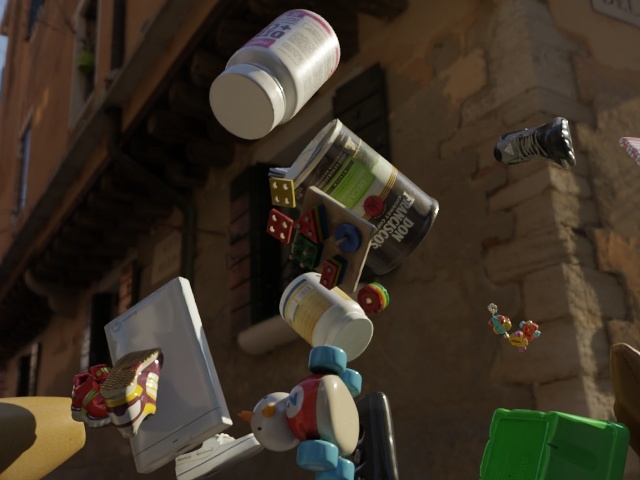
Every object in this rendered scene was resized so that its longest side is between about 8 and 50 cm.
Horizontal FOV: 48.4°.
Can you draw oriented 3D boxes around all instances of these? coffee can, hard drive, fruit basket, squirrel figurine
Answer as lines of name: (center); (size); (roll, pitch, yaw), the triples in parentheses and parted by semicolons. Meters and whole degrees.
coffee can: (0.075, -0.088, 1.480); (0.275, 0.201, 0.201); (38, -31, -12)
hard drive: (-0.338, 0.285, 1.538); (0.233, 0.353, 0.047); (-33, -32, 16)
fruit basket: (0.482, 0.540, 1.422); (0.392, 0.392, 0.283); (8, -13, -30)
squirrel figurine: (0.778, 0.452, 1.551); (0.281, 0.397, 0.370); (-2, -27, 18)

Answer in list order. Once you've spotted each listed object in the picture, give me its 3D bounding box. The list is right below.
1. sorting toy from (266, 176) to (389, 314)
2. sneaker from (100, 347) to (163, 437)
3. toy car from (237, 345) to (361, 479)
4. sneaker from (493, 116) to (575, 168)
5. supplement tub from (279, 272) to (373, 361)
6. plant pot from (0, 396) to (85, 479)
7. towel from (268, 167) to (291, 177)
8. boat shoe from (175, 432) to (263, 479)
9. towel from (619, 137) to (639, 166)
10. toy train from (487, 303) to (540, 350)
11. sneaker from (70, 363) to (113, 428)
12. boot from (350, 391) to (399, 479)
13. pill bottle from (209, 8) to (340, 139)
sorting toy: (0.000, 0.000, 1.124); (0.046, 0.274, 0.132); (-26, -38, -45)
sneaker: (-0.281, 0.229, 1.088); (0.069, 0.084, 0.185); (-11, 13, 9)
toy car: (-0.058, 0.338, 1.358); (0.238, 0.219, 0.210); (-5, -34, 18)
sneaker: (0.363, -0.157, 1.225); (0.132, 0.086, 0.229); (-12, 5, 21)
supplement tub: (0.013, 0.180, 1.659); (0.144, 0.144, 0.200); (17, 15, -46)
plant pot: (-0.660, 0.440, 1.556); (0.254, 0.237, 0.237); (-12, -9, -39)
towel: (0.008, -0.204, 2.410); (0.243, 0.040, 0.336); (17, 13, 27)
boat shoe: (-0.246, 0.497, 1.673); (0.258, 0.084, 0.095); (-29, -25, 19)
towel: (0.603, -0.124, 1.206); (0.144, 0.197, 0.029); (8, -61, -1)
toy train: (0.545, 0.236, 1.986); (0.046, 0.166, 0.125); (-30, -47, -27)
sneaker: (-0.436, 0.311, 1.441); (0.107, 0.118, 0.279); (-1, -5, -44)
boot: (0.183, 0.595, 1.893); (0.146, 0.445, 0.367); (19, -52, -14)
pill bottle: (-0.086, -0.322, 1.376); (0.160, 0.283, 0.160); (16, -47, 18)
